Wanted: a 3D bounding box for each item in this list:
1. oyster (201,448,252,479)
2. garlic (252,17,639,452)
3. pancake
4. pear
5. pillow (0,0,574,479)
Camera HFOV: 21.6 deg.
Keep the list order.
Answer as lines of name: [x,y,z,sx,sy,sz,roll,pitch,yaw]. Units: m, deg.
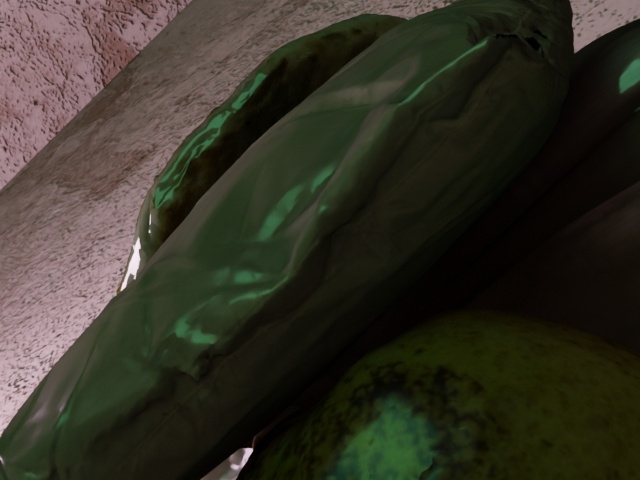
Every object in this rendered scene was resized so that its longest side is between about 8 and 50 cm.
oyster: [-0.109,0.173,0.931,0.223,0.083,0.214,-5,45,35]
garlic: [0.108,0.016,0.748,0.325,0.132,0.279,-40,18,14]
pancake: [0.000,0.000,0.853,0.253,0.253,0.037,-45,49,-12]
pear: [0.052,0.117,0.538,0.197,0.197,0.197,-37,18,14]
pillow: [-0.013,0.007,0.639,0.274,0.076,0.281,-45,0,16]
